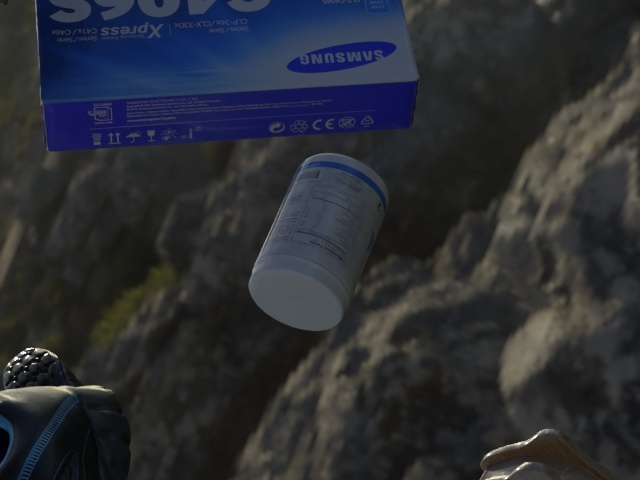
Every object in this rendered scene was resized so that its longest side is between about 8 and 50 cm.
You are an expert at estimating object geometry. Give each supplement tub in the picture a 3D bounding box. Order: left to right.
[{"bbox_3d":[0.000,0.000,1.166,0.071,0.071,0.107,-46,18,55],"label":"supplement tub"}]

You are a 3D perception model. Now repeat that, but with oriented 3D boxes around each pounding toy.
[{"bbox_3d":[0.282,0.303,1.776,0.154,0.269,0.155,-52,-2,36],"label":"pounding toy"}]

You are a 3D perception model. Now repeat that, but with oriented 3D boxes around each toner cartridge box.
[{"bbox_3d":[-0.092,-0.178,1.617,0.075,0.347,0.165,96,167,-54],"label":"toner cartridge box"}]

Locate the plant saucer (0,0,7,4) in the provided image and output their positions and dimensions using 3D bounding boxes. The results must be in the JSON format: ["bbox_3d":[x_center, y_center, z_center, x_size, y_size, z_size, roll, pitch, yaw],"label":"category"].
[{"bbox_3d":[-0.277,-0.236,1.153,0.018,0.192,0.067,-43,-16,13],"label":"plant saucer"}]

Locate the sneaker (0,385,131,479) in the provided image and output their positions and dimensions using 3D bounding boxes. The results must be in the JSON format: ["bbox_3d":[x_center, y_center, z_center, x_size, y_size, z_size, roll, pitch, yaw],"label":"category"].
[{"bbox_3d":[-0.203,0.248,1.361,0.125,0.139,0.341,-64,36,26],"label":"sneaker"}]

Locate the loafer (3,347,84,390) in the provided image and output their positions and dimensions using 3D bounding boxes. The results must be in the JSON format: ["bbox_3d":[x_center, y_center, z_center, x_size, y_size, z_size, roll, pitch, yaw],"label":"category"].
[{"bbox_3d":[-0.293,0.192,1.938,0.076,0.078,0.223,-41,38,-12],"label":"loafer"}]
